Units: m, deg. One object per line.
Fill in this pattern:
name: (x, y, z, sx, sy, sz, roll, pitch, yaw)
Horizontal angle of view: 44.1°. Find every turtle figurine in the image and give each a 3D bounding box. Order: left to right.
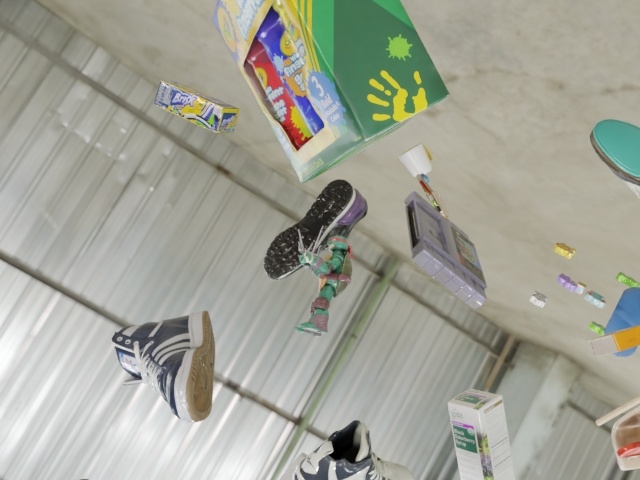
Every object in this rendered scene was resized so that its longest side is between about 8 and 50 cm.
turtle figurine: (0.005, 0.069, 1.575, 0.118, 0.234, 0.175, 9, 165, 10)

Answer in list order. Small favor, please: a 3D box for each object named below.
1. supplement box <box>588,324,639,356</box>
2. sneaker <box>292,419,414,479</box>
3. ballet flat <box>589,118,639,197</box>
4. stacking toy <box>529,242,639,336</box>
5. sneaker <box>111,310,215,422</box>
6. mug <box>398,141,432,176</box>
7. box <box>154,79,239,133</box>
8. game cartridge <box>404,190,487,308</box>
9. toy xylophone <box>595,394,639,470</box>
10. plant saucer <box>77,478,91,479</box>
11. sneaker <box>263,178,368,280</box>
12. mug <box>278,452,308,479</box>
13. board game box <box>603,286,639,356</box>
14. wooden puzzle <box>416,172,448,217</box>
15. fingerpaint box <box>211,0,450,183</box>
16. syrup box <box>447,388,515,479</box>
supplement box: (0.574, 0.195, 1.530, 0.098, 0.062, 0.036, 125, 128, -72)
sneaker: (0.082, 0.379, 1.349, 0.234, 0.153, 0.094, 14, -143, -21)
ballet flat: (0.561, -0.102, 1.296, 0.280, 0.095, 0.096, 41, 164, 39)
stacking toy: (0.652, 0.126, 1.970, 0.221, 0.167, 0.052, 29, -154, 16)
sneaker: (-0.244, 0.197, 1.197, 0.153, 0.099, 0.282, -9, -162, -2)
mug: (0.219, -0.177, 1.737, 0.064, 0.078, 0.062, 59, 168, -4)
box: (-0.247, -0.267, 1.578, 0.168, 0.054, 0.059, 27, -161, 24)
game cartridge: (0.329, 0.017, 2.087, 0.230, 0.068, 0.355, 34, -156, -15)
toy xylophone: (0.632, 0.305, 1.392, 0.236, 0.081, 0.323, -1, 143, -29)
plant saucer: (-0.495, 0.689, 1.774, 0.310, 0.311, 0.050, 23, -149, 35)
sneaker: (0.000, 0.000, 1.808, 0.124, 0.283, 0.107, 37, -169, -51)
mug: (-0.064, 0.700, 1.839, 0.276, 0.328, 0.374, 34, 170, 37)
board game box: (0.729, 0.194, 1.836, 0.033, 0.169, 0.133, 17, -165, -15)
wooden puzzle: (0.204, -0.081, 1.449, 0.116, 0.014, 0.078, 55, 180, -32)
fingerpaint box: (-0.013, -0.319, 1.339, 0.371, 0.163, 0.445, 62, 166, -3)
syrup box: (0.373, 0.471, 1.820, 0.093, 0.096, 0.237, 2, 108, 50)
